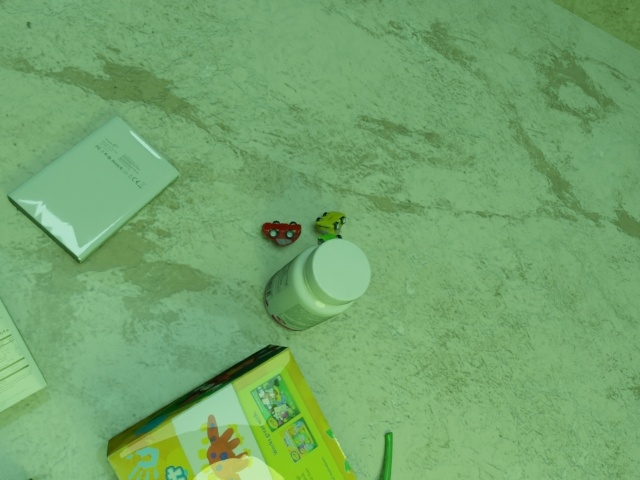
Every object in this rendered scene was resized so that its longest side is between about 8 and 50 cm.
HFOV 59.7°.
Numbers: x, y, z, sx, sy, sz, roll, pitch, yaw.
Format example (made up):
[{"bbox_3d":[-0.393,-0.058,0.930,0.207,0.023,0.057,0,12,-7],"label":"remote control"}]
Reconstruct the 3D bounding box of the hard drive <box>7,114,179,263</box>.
[{"bbox_3d":[-0.500,-0.123,1.257,0.203,0.040,0.307,43,60,-5],"label":"hard drive"}]

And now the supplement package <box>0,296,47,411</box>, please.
[{"bbox_3d":[-0.634,0.162,0.942,0.198,0.199,0.263,-30,114,-30],"label":"supplement package"}]

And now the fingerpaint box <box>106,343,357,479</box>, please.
[{"bbox_3d":[-0.135,0.487,1.074,0.371,0.163,0.445,-29,93,-21],"label":"fingerpaint box"}]

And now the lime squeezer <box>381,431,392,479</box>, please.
[{"bbox_3d":[0.181,0.622,1.300,0.110,0.058,0.310,-3,68,-57],"label":"lime squeezer"}]

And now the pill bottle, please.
[{"bbox_3d":[-0.011,0.103,1.259,0.160,0.283,0.160,8,68,-22],"label":"pill bottle"}]

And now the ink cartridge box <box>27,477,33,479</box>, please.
[{"bbox_3d":[-0.505,0.550,0.929,0.168,0.171,0.233,-33,88,-31],"label":"ink cartridge box"}]

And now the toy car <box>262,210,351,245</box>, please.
[{"bbox_3d":[0.000,0.000,1.373,0.239,0.225,0.053,-12,119,-28],"label":"toy car"}]
